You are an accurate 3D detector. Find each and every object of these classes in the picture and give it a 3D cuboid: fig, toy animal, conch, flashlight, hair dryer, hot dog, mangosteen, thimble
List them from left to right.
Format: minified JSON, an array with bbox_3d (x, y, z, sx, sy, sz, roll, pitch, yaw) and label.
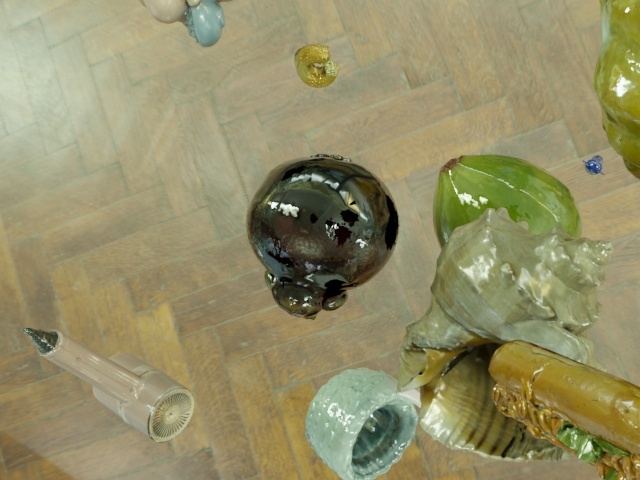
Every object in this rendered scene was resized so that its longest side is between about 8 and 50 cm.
[{"bbox_3d":[-0.373,0.215,1.010,0.189,0.344,0.106,19,66,35],"label":"hair dryer"},{"bbox_3d":[-0.253,-0.527,1.172,0.229,0.210,0.221,38,110,10],"label":"toy animal"},{"bbox_3d":[-0.007,-0.011,1.135,0.297,0.297,0.313,26,72,12],"label":"mangosteen"},{"bbox_3d":[0.096,0.411,1.359,0.250,0.205,0.172,-44,35,-14],"label":"thimble"},{"bbox_3d":[0.378,-0.053,1.288,0.316,0.316,0.316,-1,86,12],"label":"fig"},{"bbox_3d":[0.217,0.116,0.674,0.186,0.324,0.263,-7,59,-21],"label":"conch"},{"bbox_3d":[0.167,0.113,0.391,0.055,0.188,0.072,-42,102,-9],"label":"hot dog"},{"bbox_3d":[0.636,-0.175,1.395,0.057,0.121,0.035,37,120,14],"label":"flashlight"}]

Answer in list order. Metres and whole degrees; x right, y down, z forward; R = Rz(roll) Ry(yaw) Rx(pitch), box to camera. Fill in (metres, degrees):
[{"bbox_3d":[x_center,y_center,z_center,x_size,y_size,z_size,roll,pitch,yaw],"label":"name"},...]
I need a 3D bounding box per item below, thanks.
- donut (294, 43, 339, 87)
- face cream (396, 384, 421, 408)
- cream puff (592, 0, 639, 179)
[{"bbox_3d":[-0.011,-0.383,1.333,0.097,0.108,0.043,-13,54,28],"label":"donut"},{"bbox_3d":[0.193,0.321,1.228,0.020,0.115,0.038,-22,39,45],"label":"face cream"},{"bbox_3d":[0.427,-0.170,0.550,0.270,0.323,0.274,12,121,50],"label":"cream puff"}]
